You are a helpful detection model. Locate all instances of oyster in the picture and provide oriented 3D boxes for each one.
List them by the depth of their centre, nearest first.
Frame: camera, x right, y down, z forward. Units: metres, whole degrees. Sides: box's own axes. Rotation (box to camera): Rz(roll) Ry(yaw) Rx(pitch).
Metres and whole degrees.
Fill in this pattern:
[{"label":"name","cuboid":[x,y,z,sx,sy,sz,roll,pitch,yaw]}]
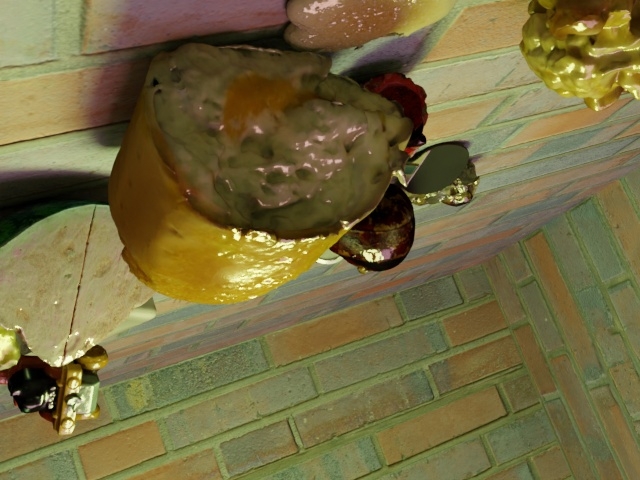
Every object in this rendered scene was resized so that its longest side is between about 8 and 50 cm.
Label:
[{"label":"oyster","cuboid":[0.291,-0.129,1.957,0.233,0.107,0.161,-13,174,-22]}]

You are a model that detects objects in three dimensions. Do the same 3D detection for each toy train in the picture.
[{"label":"toy train","cuboid":[-0.615,0.281,1.786,0.232,0.163,0.369,4,-163,-26]}]

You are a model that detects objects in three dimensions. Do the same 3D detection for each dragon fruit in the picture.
[{"label":"dragon fruit","cuboid":[0.086,-0.179,1.271,0.166,0.160,0.172,-61,-171,-23]}]

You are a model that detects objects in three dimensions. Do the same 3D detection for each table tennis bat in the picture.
[{"label":"table tennis bat","cuboid":[0.230,-0.162,1.792,0.274,0.021,0.154,-2,137,-40]}]

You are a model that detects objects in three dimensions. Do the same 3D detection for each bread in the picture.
[{"label":"bread","cuboid":[0.076,-0.302,0.987,0.251,0.039,0.182,-17,167,-15]},{"label":"bread","cuboid":[-0.101,-0.052,1.099,0.361,0.250,0.394,1,152,-27]}]

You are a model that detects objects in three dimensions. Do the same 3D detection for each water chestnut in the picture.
[{"label":"water chestnut","cuboid":[0.113,-0.049,1.816,0.224,0.238,0.223,-9,-152,5]}]

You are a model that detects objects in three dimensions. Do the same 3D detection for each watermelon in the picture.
[{"label":"watermelon","cuboid":[-0.439,0.035,1.283,0.222,0.292,0.319,12,-130,34]}]

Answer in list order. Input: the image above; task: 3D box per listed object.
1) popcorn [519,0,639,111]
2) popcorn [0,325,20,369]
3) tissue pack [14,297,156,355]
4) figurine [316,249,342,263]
[{"label":"popcorn","cuboid":[0.405,-0.307,1.114,0.332,0.225,0.265,2,173,-40]},{"label":"popcorn","cuboid":[-0.616,0.131,1.265,0.276,0.225,0.276,-17,138,-16]},{"label":"tissue pack","cuboid":[-0.486,0.122,1.601,0.246,0.159,0.136,-23,166,14]},{"label":"figurine","cuboid":[0.000,0.000,2.012,0.132,0.132,0.154,-18,-179,-14]}]
